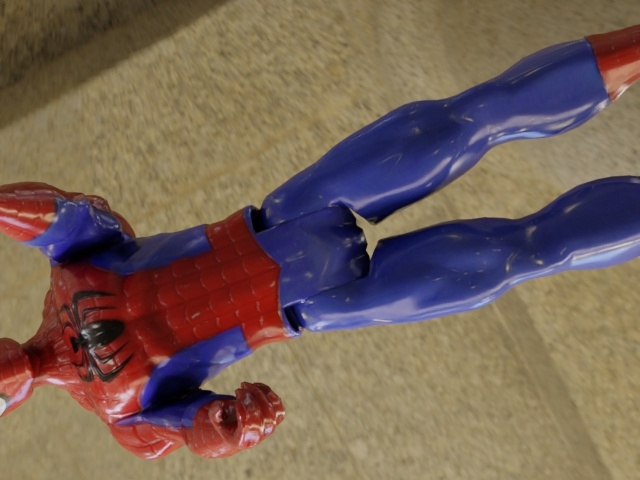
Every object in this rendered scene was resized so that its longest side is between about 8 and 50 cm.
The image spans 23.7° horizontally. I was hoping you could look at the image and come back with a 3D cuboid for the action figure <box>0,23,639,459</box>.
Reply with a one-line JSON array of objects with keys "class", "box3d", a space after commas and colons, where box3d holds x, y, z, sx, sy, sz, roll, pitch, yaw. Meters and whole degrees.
[{"class": "action figure", "box3d": [0.000, 0.000, 0.408, 0.280, 0.139, 0.091, -22, -94, 15]}]
